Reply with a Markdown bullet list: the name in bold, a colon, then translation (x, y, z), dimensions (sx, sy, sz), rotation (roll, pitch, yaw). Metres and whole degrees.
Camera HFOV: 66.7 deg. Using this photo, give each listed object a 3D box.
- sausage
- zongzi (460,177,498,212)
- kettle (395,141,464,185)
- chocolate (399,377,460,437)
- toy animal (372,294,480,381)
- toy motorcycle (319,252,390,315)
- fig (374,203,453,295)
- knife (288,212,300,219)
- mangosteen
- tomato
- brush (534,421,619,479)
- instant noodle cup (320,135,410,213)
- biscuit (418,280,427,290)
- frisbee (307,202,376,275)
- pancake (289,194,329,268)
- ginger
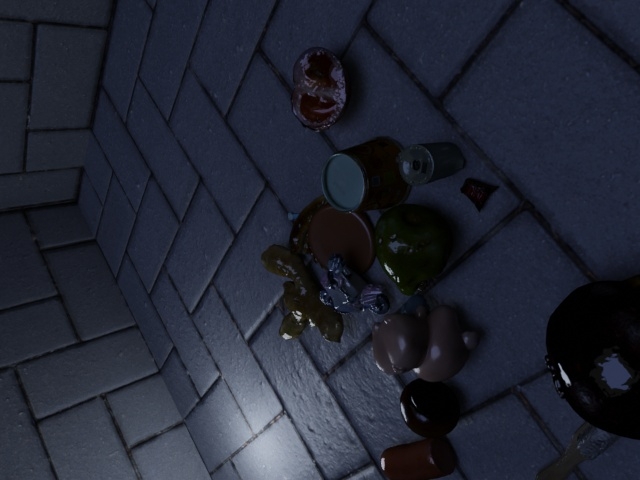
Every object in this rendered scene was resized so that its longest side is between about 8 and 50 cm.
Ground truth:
- **sausage**: translation (0.280, 0.667, 1.464), dimensions (0.259, 0.113, 0.113), rotation (-40, 72, 44)
- **zongzi**: translation (0.387, -0.120, 1.167), dimensions (0.073, 0.067, 0.083), rotation (-38, 92, 34)
- **kettle**: translation (0.263, -0.190, 1.194), dimensions (0.127, 0.148, 0.098), rotation (-16, 92, 46)
- **chocolate**: translation (0.303, 0.471, 1.359), dimensions (0.177, 0.177, 0.176), rotation (16, 113, 43)
- **toy animal**: translation (0.261, 0.271, 1.273), dimensions (0.229, 0.221, 0.210), rotation (52, 142, 18)
- **toy motorcycle**: translation (0.085, 0.131, 1.473), dimensions (0.239, 0.108, 0.204), rotation (-6, 116, 21)
- **fig**: translation (0.231, 0.048, 1.284), dimensions (0.206, 0.206, 0.275), rotation (38, 140, 33)
- **knife**: translation (-0.079, -0.085, 1.690), dimensions (0.096, 0.010, 0.027), rotation (1, 101, 44)
- **mangosteen**: translation (0.583, 0.213, 0.901), dimensions (0.297, 0.313, 0.297), rotation (174, 90, -84)
- **tomato**: translation (0.020, -0.434, 1.406), dimensions (0.199, 0.112, 0.228), rotation (25, 119, 31)
- **brush**: translation (0.590, 0.493, 1.117), dimensions (0.070, 0.065, 0.327), rotation (41, 129, 28)
- **instant noodle cup**: translation (0.117, -0.171, 1.336), dimensions (0.216, 0.172, 0.215), rotation (17, 115, 42)
- **biscuit**: translation (0.273, 0.099, 1.367), dimensions (0.082, 0.016, 0.092), rotation (-6, 96, 46)
- **frisbee**: translation (0.062, 0.001, 1.521), dimensions (0.251, 0.021, 0.251), rotation (12, 114, 29)
- **pancake**: translation (0.000, 0.000, 1.597), dimensions (0.266, 0.057, 0.244), rotation (-39, 75, 44)
- **ginger**: translation (-0.054, 0.187, 1.684), dimensions (0.348, 0.122, 0.363), rotation (-3, 94, 45)
